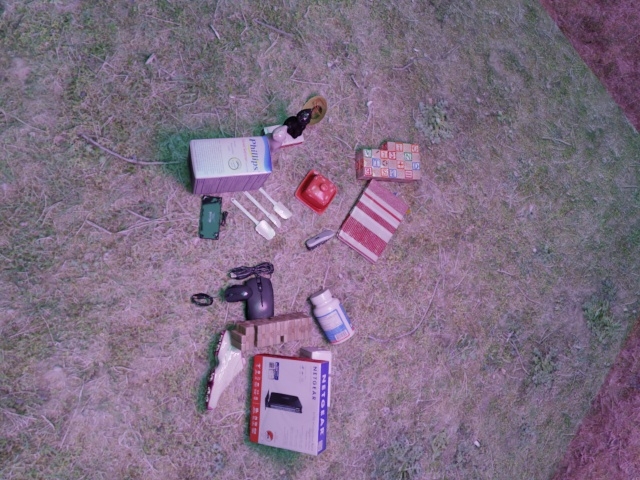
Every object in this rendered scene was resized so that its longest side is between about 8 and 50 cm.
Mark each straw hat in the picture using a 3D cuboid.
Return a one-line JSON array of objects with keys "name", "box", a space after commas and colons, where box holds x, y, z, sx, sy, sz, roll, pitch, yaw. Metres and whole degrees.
[{"name": "straw hat", "box": [-0.014, -0.572, 1.994, 0.061, 0.144, 0.144, 26, 71, -60]}]

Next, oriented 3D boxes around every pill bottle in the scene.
[{"name": "pill bottle", "box": [0.046, 0.322, 1.892, 0.124, 0.124, 0.221, -29, 94, -20]}]

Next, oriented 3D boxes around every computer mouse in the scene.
[{"name": "computer mouse", "box": [-0.259, 0.232, 1.817, 0.188, 0.072, 0.272, -8, 87, -22]}, {"name": "computer mouse", "box": [-0.391, 0.219, 1.754, 0.242, 0.041, 0.071, -9, 84, -4]}]

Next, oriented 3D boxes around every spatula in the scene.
[{"name": "spatula", "box": [-0.256, -0.137, 1.885, 0.242, 0.019, 0.168, 44, 73, -11]}]

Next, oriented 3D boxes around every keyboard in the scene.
[{"name": "keyboard", "box": [-0.436, -0.093, 1.814, 0.108, 0.023, 0.180, 5, 83, -13]}]

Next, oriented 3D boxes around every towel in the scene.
[{"name": "towel", "box": [0.244, -0.090, 2.049, 0.237, 0.037, 0.329, 35, 79, -15]}]

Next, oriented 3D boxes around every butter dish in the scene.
[{"name": "butter dish", "box": [-0.001, -0.221, 1.935, 0.160, 0.118, 0.160, 37, 73, -14]}]

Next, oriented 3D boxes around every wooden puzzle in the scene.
[{"name": "wooden puzzle", "box": [0.387, -0.179, 2.130, 0.078, 0.014, 0.116, -22, 93, -25]}]

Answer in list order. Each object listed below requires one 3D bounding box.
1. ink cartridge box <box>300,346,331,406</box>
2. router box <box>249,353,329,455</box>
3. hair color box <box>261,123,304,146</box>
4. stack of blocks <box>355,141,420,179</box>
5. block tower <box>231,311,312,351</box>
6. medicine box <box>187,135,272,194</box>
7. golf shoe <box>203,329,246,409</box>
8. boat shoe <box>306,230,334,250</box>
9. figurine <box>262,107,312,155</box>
[{"name": "ink cartridge box", "box": [-0.023, 0.557, 1.822, 0.092, 0.158, 0.218, 6, 82, -20]}, {"name": "router box", "box": [-0.123, 0.625, 1.722, 0.082, 0.301, 0.335, 17, 74, -63]}, {"name": "hair color box", "box": [-0.166, -0.457, 1.934, 0.167, 0.053, 0.093, -16, 92, -22]}, {"name": "stack of blocks", "box": [0.318, -0.370, 2.084, 0.297, 0.087, 0.171, 0, 84, -20]}, {"name": "block tower", "box": [-0.183, 0.359, 1.767, 0.335, 0.097, 0.091, -3, 99, -38]}, {"name": "medicine box", "box": [-0.360, -0.288, 1.727, 0.289, 0.263, 0.149, -8, 85, -19]}, {"name": "golf shoe", "box": [-0.365, 0.512, 1.730, 0.140, 0.115, 0.306, 18, 80, -21]}, {"name": "boat shoe", "box": [0.000, 0.000, 1.955, 0.142, 0.049, 0.040, -26, 127, -22]}, {"name": "figurine", "box": [-0.139, -0.450, 1.802, 0.215, 0.209, 0.092, -40, 100, -18]}]
